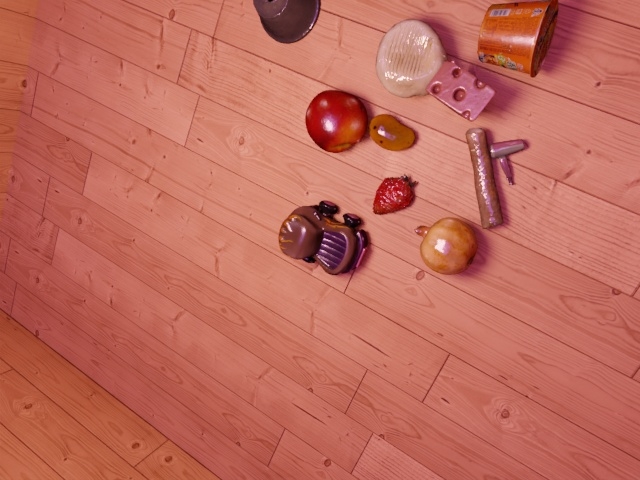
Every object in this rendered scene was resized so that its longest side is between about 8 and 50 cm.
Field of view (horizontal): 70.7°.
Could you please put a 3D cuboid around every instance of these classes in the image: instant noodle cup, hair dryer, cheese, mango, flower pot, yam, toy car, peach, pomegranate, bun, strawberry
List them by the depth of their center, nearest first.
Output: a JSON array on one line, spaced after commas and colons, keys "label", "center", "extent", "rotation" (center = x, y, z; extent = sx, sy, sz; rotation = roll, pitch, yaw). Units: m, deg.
[{"label": "instant noodle cup", "center": [0.615, -0.642, 1.421], "extent": [0.182, 0.230, 0.230], "rotation": [20, 107, 29]}, {"label": "cheese", "center": [0.486, -0.490, 1.515], "extent": [0.203, 0.177, 0.128], "rotation": [41, 112, 19]}, {"label": "hair dryer", "center": [0.651, -0.268, 1.561], "extent": [0.106, 0.054, 0.154], "rotation": [-6, 106, 20]}, {"label": "yam", "center": [0.572, -0.218, 1.577], "extent": [0.081, 0.081, 0.356], "rotation": [-10, 97, 24]}, {"label": "bun", "center": [0.317, -0.619, 1.578], "extent": [0.259, 0.160, 0.259], "rotation": [1, 92, 16]}, {"label": "pomegranate", "center": [0.457, 0.022, 1.613], "extent": [0.207, 0.207, 0.207], "rotation": [4, 100, 23]}, {"label": "mango", "center": [0.261, -0.396, 1.680], "extent": [0.178, 0.090, 0.115], "rotation": [36, 104, 5]}, {"label": "peach", "center": [0.058, -0.456, 1.695], "extent": [0.244, 0.199, 0.243], "rotation": [0, 91, 17]}, {"label": "strawberry", "center": [0.271, -0.172, 1.715], "extent": [0.192, 0.085, 0.140], "rotation": [-9, 97, 26]}, {"label": "flower pot", "center": [-0.152, -0.911, 1.728], "extent": [0.269, 0.166, 0.268], "rotation": [4, 102, 21]}, {"label": "toy car", "center": [0.000, 0.000, 1.774], "extent": [0.341, 0.240, 0.271], "rotation": [28, 110, 20]}]
